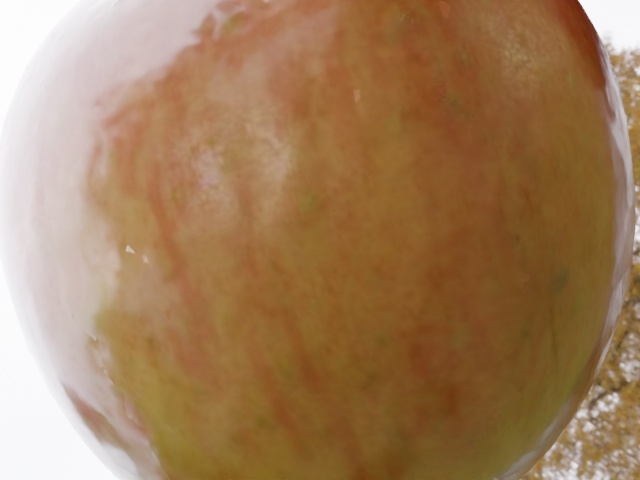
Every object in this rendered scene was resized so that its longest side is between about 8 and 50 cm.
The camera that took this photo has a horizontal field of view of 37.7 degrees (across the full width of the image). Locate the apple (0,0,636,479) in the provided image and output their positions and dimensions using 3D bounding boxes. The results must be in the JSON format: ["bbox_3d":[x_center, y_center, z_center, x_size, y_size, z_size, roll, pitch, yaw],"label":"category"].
[{"bbox_3d":[0.000,0.000,0.545,0.364,0.364,0.364,-10,-67,-25],"label":"apple"}]
